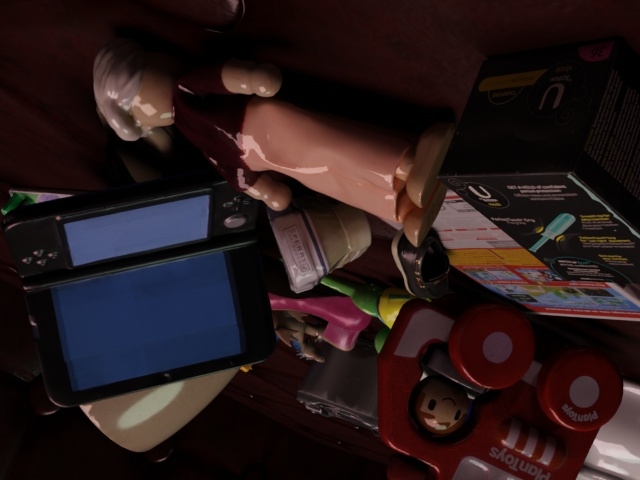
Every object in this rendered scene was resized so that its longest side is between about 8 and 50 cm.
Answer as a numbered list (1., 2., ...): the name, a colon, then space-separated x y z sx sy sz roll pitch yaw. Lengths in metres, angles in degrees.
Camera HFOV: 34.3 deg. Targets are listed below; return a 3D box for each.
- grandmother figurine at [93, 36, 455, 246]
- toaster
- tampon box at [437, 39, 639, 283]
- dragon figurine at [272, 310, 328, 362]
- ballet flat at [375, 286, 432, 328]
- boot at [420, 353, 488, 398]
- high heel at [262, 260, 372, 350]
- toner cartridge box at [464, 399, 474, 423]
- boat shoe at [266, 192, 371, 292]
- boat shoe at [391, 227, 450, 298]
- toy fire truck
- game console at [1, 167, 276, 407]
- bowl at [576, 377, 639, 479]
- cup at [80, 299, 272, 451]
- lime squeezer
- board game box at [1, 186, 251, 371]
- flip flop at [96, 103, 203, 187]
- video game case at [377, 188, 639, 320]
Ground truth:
1. grandmother figurine: -0.054 -0.099 0.932 0.342 0.104 0.208 22 142 15
2. toaster: 0.078 0.263 1.873 0.227 0.146 0.129 17 165 22
3. tampon box: 0.187 -0.049 0.724 0.161 0.101 0.120 34 161 -34
4. dragon figurine: -0.100 0.133 1.800 0.289 0.085 0.144 22 165 -1
5. ballet flat: 0.171 0.130 1.439 0.077 0.077 0.231 -16 140 41
6. boot: 0.141 0.177 1.614 0.176 0.088 0.244 13 166 37
7. high heel: -0.033 0.064 1.545 0.244 0.082 0.117 34 132 16
8. toner cartridge box: 0.289 0.429 1.758 0.075 0.348 0.165 31 164 -32
9. boat shoe: 0.000 0.000 1.132 0.094 0.109 0.302 -18 -174 -3
10. boat shoe: 0.115 0.031 1.110 0.042 0.049 0.133 23 163 30
11. toy fire truck: 0.203 0.214 1.268 0.302 0.254 0.169 26 176 -12
12. game console: -0.198 0.057 1.212 0.293 0.173 0.250 -13 160 -13
13. bowl: 0.432 0.298 1.516 0.298 0.134 0.298 22 165 6
14. cup: -0.209 0.089 1.432 0.237 0.331 0.331 -28 149 8
15. lime squeezer: 0.066 0.131 1.462 0.310 0.110 0.059 58 -172 -8
16. board game box: -0.328 0.066 1.769 0.390 0.050 0.390 6 143 48
17. flip flop: -0.205 -0.084 1.211 0.112 0.080 0.277 20 165 9
18. video game case: 0.195 0.011 1.071 0.285 0.025 0.204 32 162 -30
